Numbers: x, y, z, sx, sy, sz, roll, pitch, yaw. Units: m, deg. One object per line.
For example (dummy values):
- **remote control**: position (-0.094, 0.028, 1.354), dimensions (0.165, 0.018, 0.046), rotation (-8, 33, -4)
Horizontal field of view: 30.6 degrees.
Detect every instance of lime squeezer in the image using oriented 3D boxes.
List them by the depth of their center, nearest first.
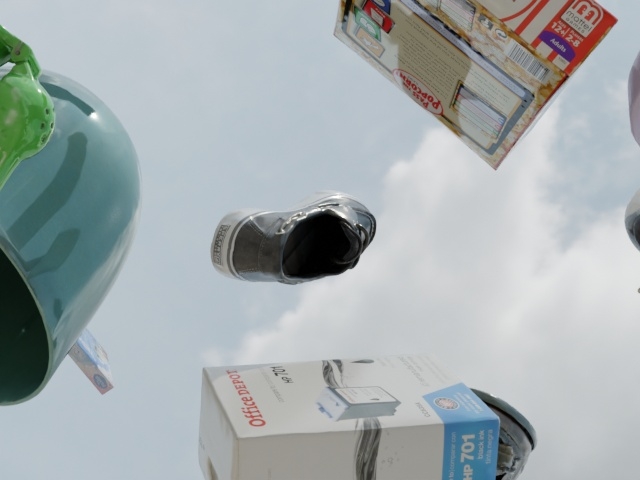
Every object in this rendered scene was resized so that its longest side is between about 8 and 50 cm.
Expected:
- **lime squeezer**: position (-0.232, -0.101, 0.756), dimensions (0.110, 0.059, 0.310), rotation (-22, -108, 12)

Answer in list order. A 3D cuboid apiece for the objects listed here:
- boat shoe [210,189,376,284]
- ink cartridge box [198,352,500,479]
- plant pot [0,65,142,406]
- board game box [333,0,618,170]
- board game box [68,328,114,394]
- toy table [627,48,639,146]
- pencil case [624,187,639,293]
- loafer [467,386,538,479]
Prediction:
- **boat shoe**: position (0.000, 0.000, 1.006), dimensions (0.076, 0.228, 0.080), rotation (13, -82, 29)
- **ink cartridge box**: position (0.016, 0.146, 0.856), dimensions (0.139, 0.191, 0.082), rotation (-137, -131, -68)
- **plant pot**: position (-0.307, -0.028, 1.111), dimensions (0.293, 0.235, 0.293), rotation (18, -47, 20)
- **board game box**: position (0.080, -0.126, 0.694), dimensions (0.147, 0.045, 0.193), rotation (41, -10, 4)
- **board game box**: position (-0.281, 0.126, 1.383), dimensions (0.090, 0.020, 0.090), rotation (57, 0, -27)
- **toy table**: position (0.282, -0.038, 0.526), dimensions (0.274, 0.252, 0.161), rotation (-25, -133, 38)
- **pencil case**: position (0.347, -0.122, 0.836), dimensions (0.160, 0.183, 0.410), rotation (22, -39, 13)
- **loafer**: position (0.179, 0.237, 1.268), dimensions (0.096, 0.267, 0.084), rotation (20, -108, 21)
